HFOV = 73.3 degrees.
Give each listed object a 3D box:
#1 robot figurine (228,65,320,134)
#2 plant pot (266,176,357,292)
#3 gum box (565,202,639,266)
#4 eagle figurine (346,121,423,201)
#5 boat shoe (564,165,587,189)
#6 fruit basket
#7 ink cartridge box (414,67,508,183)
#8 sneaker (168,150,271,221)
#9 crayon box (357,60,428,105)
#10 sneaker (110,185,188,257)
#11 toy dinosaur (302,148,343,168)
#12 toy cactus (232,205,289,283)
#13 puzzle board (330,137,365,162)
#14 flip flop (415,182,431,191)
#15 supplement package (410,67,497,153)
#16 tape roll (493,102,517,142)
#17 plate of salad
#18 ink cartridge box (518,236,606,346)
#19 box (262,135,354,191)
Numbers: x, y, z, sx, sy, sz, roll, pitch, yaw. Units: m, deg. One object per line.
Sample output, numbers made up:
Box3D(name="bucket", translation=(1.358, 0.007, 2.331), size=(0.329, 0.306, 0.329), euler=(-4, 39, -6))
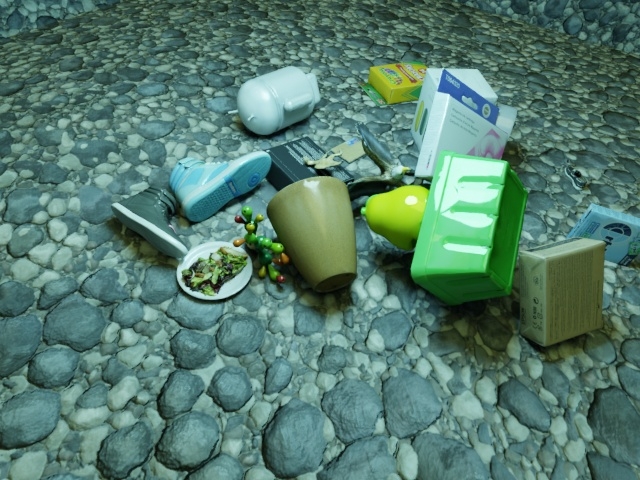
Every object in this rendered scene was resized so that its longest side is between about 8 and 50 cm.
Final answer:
Box3D(name="robot figurine", translation=(-0.163, -0.518, 1.597), size=(0.353, 0.199, 0.300), euler=(-33, 32, -30))
Box3D(name="plant pot", translation=(0.000, 0.000, 1.150), size=(0.237, 0.237, 0.254), euler=(-11, 63, -16))
Box3D(name="gum box", translation=(0.865, -0.015, 1.286), size=(0.184, 0.157, 0.041), euler=(21, 49, 13))
Box3D(name="eagle figurine", translation=(0.189, -0.210, 1.319), size=(0.298, 0.225, 0.226), euler=(13, 54, -17))
Box3D(name="boat shoe", translation=(0.938, -0.238, 1.577), size=(0.046, 0.038, 0.125), euler=(6, 48, -1))
Box3D(name="fruit basket", translation=(0.311, -0.037, 1.139), size=(0.283, 0.392, 0.392), euler=(32, 31, -41))
Box3D(name="ink cartridge box", translation=(0.452, -0.309, 1.322), size=(0.324, 0.330, 0.071), euler=(13, 2, -37))
Box3D(name="sneaker", translation=(-0.327, -0.218, 1.334), size=(0.319, 0.127, 0.208), euler=(-36, 59, -20))
Box3D(name="crayon box", translation=(0.352, -0.697, 1.899), size=(0.319, 0.081, 0.202), euler=(-16, 52, -19))
Box3D(name="sneaker", translation=(-0.446, -0.066, 1.219), size=(0.296, 0.104, 0.147), euler=(30, 56, 25))
Box3D(name="toy dinosaur", translation=(0.029, -0.240, 1.321), size=(0.183, 0.053, 0.093), euler=(13, 38, 44))
Box3D(name="toy cactus", translation=(-0.173, 0.014, 1.162), size=(0.112, 0.219, 0.180), euler=(-38, 19, -15))
Box3D(name="puzzle board", translation=(0.115, -0.334, 1.591), size=(0.128, 0.011, 0.096), euler=(-34, 58, -32))
Box3D(name="flip flop", translation=(0.391, -0.098, 1.298), size=(0.277, 0.080, 0.112), euler=(22, 74, -19))
Box3D(name="supplement package", translation=(0.473, -0.456, 1.570), size=(0.198, 0.262, 0.199), euler=(-2, 48, -7))
Box3D(name="tape roll", translation=(0.627, -0.375, 1.544), size=(0.072, 0.219, 0.219), euler=(20, 49, 11))
Box3D(name="plate of salad", translation=(-0.283, 0.071, 1.154), size=(0.200, 0.048, 0.199), euler=(4, 48, -4))
Box3D(name="ink cartridge box", translation=(0.605, 0.124, 1.081), size=(0.193, 0.234, 0.088), euler=(-12, 15, -18))
Box3D(name="box", translation=(-0.046, -0.213, 1.400), size=(0.184, 0.103, 0.261), euler=(-23, 54, -30))
